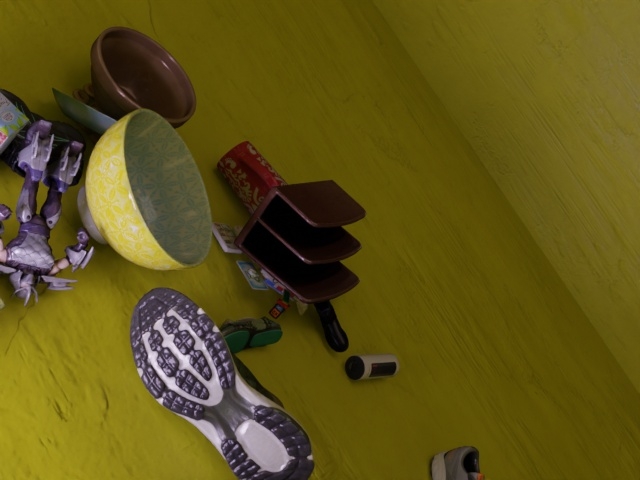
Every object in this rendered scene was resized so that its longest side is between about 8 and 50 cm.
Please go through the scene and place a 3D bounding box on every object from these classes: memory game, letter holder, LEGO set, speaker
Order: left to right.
[{"bbox_3d":[-0.419,-0.239,1.737,0.186,0.012,0.186,35,35,-29],"label":"memory game"},{"bbox_3d":[-0.121,0.072,1.809,0.182,0.060,0.244,7,41,-51],"label":"LEGO set"},{"bbox_3d":[0.000,0.000,1.838,0.214,0.152,0.302,42,20,14],"label":"letter holder"},{"bbox_3d":[0.113,0.275,1.892,0.136,0.055,0.055,8,52,-51],"label":"speaker"}]

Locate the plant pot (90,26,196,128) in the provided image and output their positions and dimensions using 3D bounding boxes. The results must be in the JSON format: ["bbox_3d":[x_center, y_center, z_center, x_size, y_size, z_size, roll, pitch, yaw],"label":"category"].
[{"bbox_3d":[-0.374,-0.303,1.744,0.237,0.110,0.237,33,36,-28],"label":"plant pot"}]

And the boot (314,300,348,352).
[{"bbox_3d":[0.019,0.169,1.839,0.099,0.045,0.121,72,-5,-58],"label":"boot"}]

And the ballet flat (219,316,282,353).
[{"bbox_3d":[-0.152,0.175,1.638,0.188,0.070,0.070,4,55,-55],"label":"ballet flat"}]

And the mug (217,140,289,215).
[{"bbox_3d":[-0.132,-0.137,1.901,0.169,0.150,0.113,51,46,6],"label":"mug"}]

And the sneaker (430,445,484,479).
[{"bbox_3d":[0.300,0.550,1.812,0.100,0.108,0.271,34,36,-33],"label":"sneaker"}]

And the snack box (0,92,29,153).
[{"bbox_3d":[-0.575,-0.194,1.312,0.207,0.174,0.070,46,34,-13],"label":"snack box"}]

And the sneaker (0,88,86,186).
[{"bbox_3d":[-0.509,-0.173,1.458,0.267,0.101,0.106,21,45,-42],"label":"sneaker"}]

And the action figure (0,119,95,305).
[{"bbox_3d":[-0.444,-0.035,1.359,0.185,0.099,0.284,24,61,-45],"label":"action figure"}]

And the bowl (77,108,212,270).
[{"bbox_3d":[-0.326,-0.069,1.516,0.289,0.156,0.289,-18,90,-73],"label":"bowl"}]

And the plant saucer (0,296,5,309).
[{"bbox_3d":[-0.562,0.067,1.186,0.188,0.045,0.188,51,30,-4],"label":"plant saucer"}]

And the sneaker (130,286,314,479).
[{"bbox_3d":[-0.173,0.255,1.488,0.410,0.158,0.182,52,-1,1],"label":"sneaker"}]

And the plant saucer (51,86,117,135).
[{"bbox_3d":[-0.416,-0.221,1.609,0.195,0.037,0.195,28,0,0],"label":"plant saucer"}]
